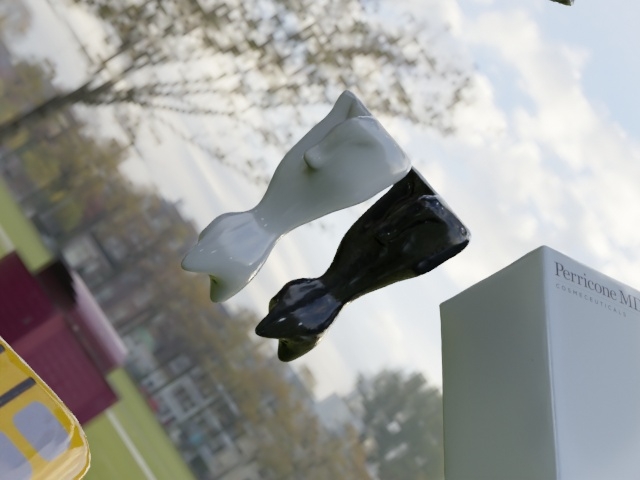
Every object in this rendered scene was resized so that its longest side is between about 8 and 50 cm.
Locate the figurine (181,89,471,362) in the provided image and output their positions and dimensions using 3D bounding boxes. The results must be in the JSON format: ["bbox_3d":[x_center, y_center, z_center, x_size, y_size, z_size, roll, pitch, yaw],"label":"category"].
[{"bbox_3d":[0.000,0.000,1.281,0.092,0.209,0.215,53,5,39],"label":"figurine"}]

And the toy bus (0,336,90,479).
[{"bbox_3d":[-0.226,0.126,0.530,0.130,0.108,0.332,47,26,2],"label":"toy bus"}]

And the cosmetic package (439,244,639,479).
[{"bbox_3d":[0.237,0.225,1.372,0.217,0.156,0.385,22,54,-32],"label":"cosmetic package"}]

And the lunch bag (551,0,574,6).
[{"bbox_3d":[0.125,-0.360,1.203,0.235,0.169,0.287,15,-47,21],"label":"lunch bag"}]
